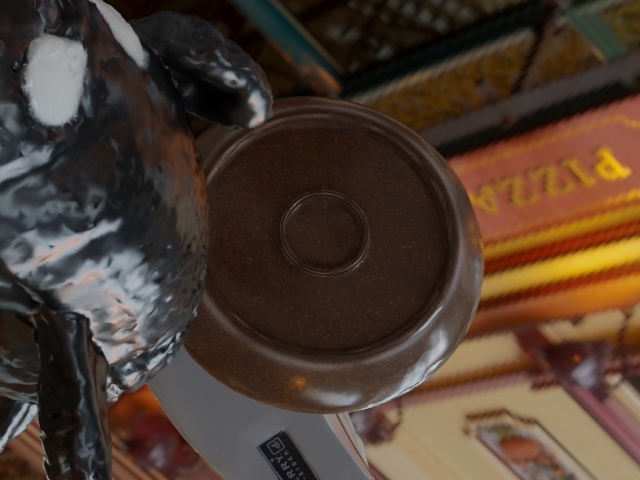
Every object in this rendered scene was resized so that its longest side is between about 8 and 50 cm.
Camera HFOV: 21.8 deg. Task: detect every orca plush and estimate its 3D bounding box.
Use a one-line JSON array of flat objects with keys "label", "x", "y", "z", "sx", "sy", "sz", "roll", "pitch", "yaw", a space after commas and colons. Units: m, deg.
[{"label": "orca plush", "x": -0.089, "y": 0.027, "z": 0.445, "sx": 0.287, "sy": 0.151, "sz": 0.102, "roll": 119, "pitch": -37, "yaw": -62}]

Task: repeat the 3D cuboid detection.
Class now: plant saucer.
[{"label": "plant saucer", "x": 0.000, "y": 0.000, "z": 0.810, "sx": 0.168, "sy": 0.168, "sz": 0.029, "roll": -56, "pitch": 174, "yaw": -22}]

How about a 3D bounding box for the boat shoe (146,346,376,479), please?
[{"label": "boat shoe", "x": -0.032, "y": 0.090, "z": 0.954, "sx": 0.096, "sy": 0.267, "sz": 0.088, "roll": -34, "pitch": -164, "yaw": -3}]
